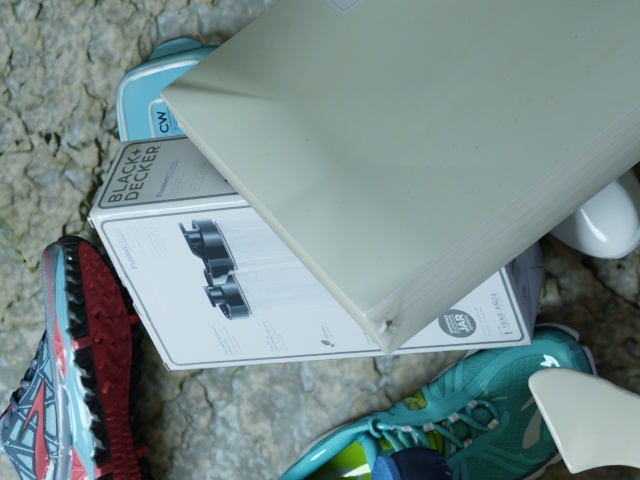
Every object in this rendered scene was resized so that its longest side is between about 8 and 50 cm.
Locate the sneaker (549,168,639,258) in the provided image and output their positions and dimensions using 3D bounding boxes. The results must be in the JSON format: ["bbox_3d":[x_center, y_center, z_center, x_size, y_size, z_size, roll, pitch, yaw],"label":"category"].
[{"bbox_3d":[0.150,-0.072,1.359,0.080,0.094,0.212,-42,77,13],"label":"sneaker"}]

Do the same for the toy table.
[{"bbox_3d":[0.263,0.176,1.249,0.161,0.252,0.274,-26,69,2],"label":"toy table"}]

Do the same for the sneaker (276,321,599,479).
[{"bbox_3d":[0.078,0.153,1.372,0.275,0.110,0.107,-32,79,16],"label":"sneaker"}]

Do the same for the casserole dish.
[{"bbox_3d":[-0.104,-0.068,1.481,0.114,0.037,0.188,-13,84,19],"label":"casserole dish"}]

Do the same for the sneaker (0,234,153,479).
[{"bbox_3d":[-0.211,0.128,1.480,0.125,0.104,0.261,-6,87,22],"label":"sneaker"}]

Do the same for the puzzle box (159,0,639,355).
[{"bbox_3d":[0.125,-0.135,1.260,0.409,0.052,0.272,-37,48,-6],"label":"puzzle box"}]

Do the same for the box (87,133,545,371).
[{"bbox_3d":[0.000,0.000,1.365,0.290,0.087,0.169,-7,131,21],"label":"box"}]

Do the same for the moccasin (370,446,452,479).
[{"bbox_3d":[0.104,0.291,1.337,0.117,0.137,0.342,-10,117,-2],"label":"moccasin"}]
